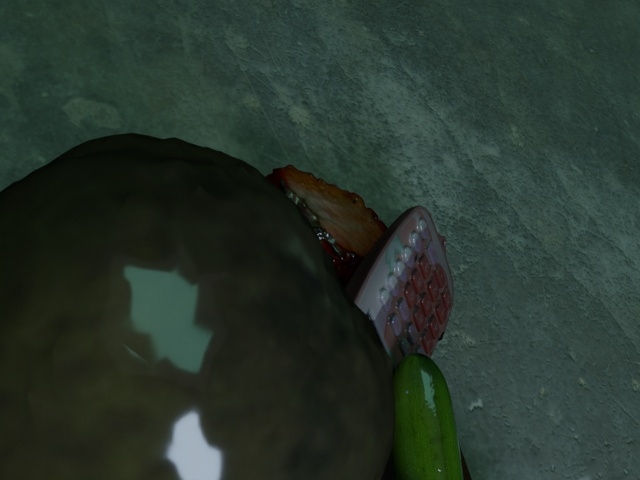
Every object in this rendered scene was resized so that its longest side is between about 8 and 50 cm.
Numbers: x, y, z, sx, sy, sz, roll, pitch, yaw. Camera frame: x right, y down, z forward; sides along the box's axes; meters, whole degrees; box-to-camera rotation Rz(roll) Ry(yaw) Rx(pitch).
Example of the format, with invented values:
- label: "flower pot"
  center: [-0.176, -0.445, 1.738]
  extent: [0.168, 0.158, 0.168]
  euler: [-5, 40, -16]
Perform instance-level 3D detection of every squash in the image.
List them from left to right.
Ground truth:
- label: "squash"
  center: [0.129, 0.281, 1.044]
  extent: [0.082, 0.082, 0.293]
  euler: [-1, 78, -33]

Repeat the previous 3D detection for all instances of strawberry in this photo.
- label: "strawberry"
  center: [0.000, 0.000, 1.188]
  extent: [0.190, 0.111, 0.236]
  euler: [52, 22, 24]

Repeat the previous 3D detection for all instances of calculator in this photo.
- label: "calculator"
  center: [0.094, 0.105, 1.121]
  extent: [0.330, 0.048, 0.220]
  euler: [-54, 133, -38]

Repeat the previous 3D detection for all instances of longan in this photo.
- label: "longan"
  center: [-0.154, 0.129, 0.812]
  extent: [0.404, 0.403, 0.436]
  euler: [-43, 113, -44]

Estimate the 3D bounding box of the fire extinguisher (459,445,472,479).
- label: "fire extinguisher"
  center: [0.167, 0.294, 1.107]
  extent: [0.062, 0.050, 0.177]
  euler: [-5, 62, -26]
